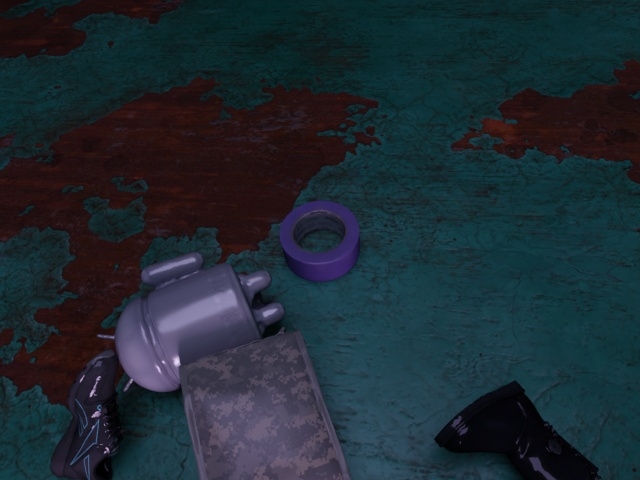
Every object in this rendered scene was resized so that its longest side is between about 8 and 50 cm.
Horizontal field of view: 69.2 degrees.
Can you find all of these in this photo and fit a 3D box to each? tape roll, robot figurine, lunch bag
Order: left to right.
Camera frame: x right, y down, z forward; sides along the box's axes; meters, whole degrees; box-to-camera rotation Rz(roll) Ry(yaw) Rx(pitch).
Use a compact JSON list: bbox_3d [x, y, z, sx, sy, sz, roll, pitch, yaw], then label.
[{"bbox_3d":[-0.253,0.173,0.941,0.354,0.200,0.299,-23,85,-11],"label":"robot figurine"},{"bbox_3d":[-0.105,0.318,0.821,0.235,0.169,0.287,-15,67,-10],"label":"lunch bag"},{"bbox_3d":[0.000,0.000,1.119,0.189,0.080,0.189,-3,54,4],"label":"tape roll"}]

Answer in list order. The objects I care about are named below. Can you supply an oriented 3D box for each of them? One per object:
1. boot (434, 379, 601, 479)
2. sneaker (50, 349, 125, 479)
[{"bbox_3d":[0.335,0.358,0.774,0.247,0.094,0.207,-5,44,-39],"label":"boot"},{"bbox_3d":[-0.405,0.328,0.857,0.106,0.101,0.267,21,103,8],"label":"sneaker"}]
